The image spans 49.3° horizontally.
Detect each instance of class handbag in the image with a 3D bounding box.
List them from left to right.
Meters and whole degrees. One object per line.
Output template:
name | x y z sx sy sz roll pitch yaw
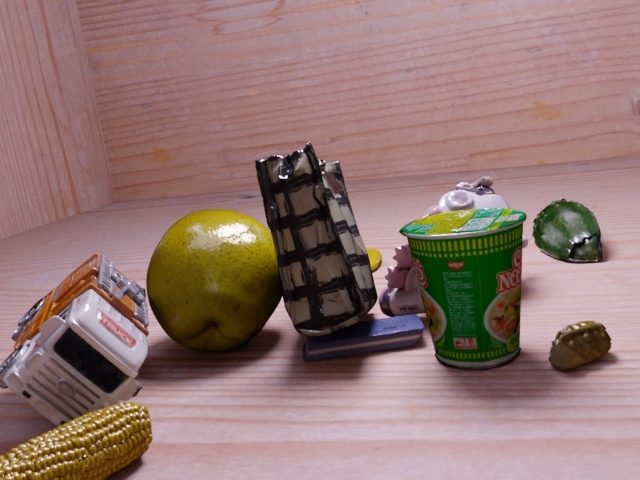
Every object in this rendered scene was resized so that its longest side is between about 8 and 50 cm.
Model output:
handbag | 0.000 0.000 1.322 0.162 0.327 0.325 -13 -3 8

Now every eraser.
eraser | 0.076 0.179 1.280 0.224 0.036 0.082 -8 14 -1

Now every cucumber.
cucumber | 0.612 -0.028 1.735 0.145 0.105 0.325 -5 15 9

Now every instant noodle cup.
instant noodle cup | 0.248 0.078 1.166 0.207 0.233 0.207 -8 12 2

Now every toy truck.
toy truck | -0.391 0.156 1.172 0.207 0.173 0.387 -45 19 -2

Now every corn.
corn | -0.340 0.293 0.899 0.106 0.106 0.293 1 11 35

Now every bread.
bread | 0.407 0.161 1.097 0.110 0.060 0.066 -15 29 -26

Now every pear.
pear | -0.209 0.074 1.385 0.294 0.294 0.294 -8 12 2

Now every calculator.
calculator | 0.084 0.057 1.829 0.146 0.032 0.235 -5 11 16

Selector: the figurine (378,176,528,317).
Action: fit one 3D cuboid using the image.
figurine | 0.276 0.032 1.442 0.211 0.253 0.361 40 37 10
